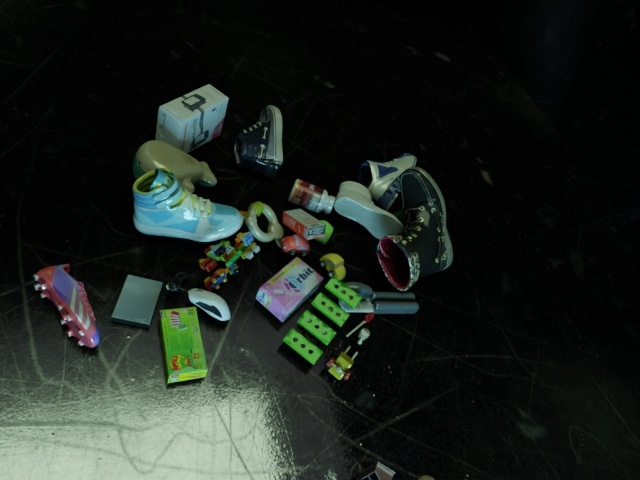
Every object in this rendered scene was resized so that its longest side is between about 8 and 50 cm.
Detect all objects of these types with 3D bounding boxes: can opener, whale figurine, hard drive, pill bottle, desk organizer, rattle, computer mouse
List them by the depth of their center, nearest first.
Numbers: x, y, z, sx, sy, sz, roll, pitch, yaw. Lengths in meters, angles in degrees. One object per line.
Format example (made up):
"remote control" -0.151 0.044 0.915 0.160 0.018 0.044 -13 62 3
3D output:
"desk organizer" 0.118 0.561 1.113 0.047 0.130 0.050 32 48 3
"hard drive" -0.478 0.159 1.264 0.094 0.022 0.135 15 48 -13
"computer mouse" -0.320 0.149 1.309 0.193 0.042 0.106 32 11 -1
"can opener" 0.184 0.186 1.500 0.280 0.093 0.074 8 48 -25
"whale figurine" -0.466 -0.211 1.536 0.272 0.141 0.216 2 47 -55
"rattle" -0.191 -0.021 1.548 0.199 0.142 0.130 44 26 -37
"pill bottle" -0.029 -0.150 1.688 0.152 0.086 0.086 22 46 -6

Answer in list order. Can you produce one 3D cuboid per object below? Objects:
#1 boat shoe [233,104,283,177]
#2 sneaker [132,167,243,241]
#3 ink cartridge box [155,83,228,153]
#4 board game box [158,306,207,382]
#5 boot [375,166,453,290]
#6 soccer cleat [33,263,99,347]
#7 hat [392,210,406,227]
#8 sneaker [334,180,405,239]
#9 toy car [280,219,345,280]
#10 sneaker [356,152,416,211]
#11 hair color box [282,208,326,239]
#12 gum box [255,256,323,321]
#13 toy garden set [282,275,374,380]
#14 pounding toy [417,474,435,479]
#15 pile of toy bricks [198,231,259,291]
"boat shoe" -0.232 -0.389 1.770 0.158 0.127 0.341 12 48 -25
"sneaker" -0.381 -0.107 1.374 0.318 0.208 0.127 1 48 -8
"ink cartridge box" -0.442 -0.410 1.664 0.100 0.172 0.237 37 47 9
"board game box" -0.350 0.260 1.221 0.092 0.043 0.181 -3 53 -26
"boot" 0.298 -0.038 1.598 0.284 0.138 0.378 -26 104 -44
"soccer cleat" -0.600 0.152 1.179 0.248 0.083 0.095 42 43 17
"hat" 0.358 -0.102 1.753 0.208 0.184 0.173 38 47 10
"sneaker" 0.189 -0.113 1.741 0.292 0.108 0.169 31 33 -13
"toy car" 0.000 0.000 1.576 0.239 0.053 0.225 31 39 -13
"sneaker" 0.249 -0.267 1.886 0.182 0.127 0.315 32 48 1
"hair color box" -0.053 -0.053 1.522 0.072 0.043 0.141 -12 31 -35
"gum box" -0.087 0.138 1.430 0.107 0.062 0.188 40 47 11
"toy garden set" 0.044 0.255 1.368 0.203 0.049 0.244 37 62 8
"pounding toy" 0.262 0.677 1.085 0.237 0.110 0.183 60 10 -16
"pile of toy bricks" -0.288 0.041 1.408 0.105 0.118 0.212 17 47 33
